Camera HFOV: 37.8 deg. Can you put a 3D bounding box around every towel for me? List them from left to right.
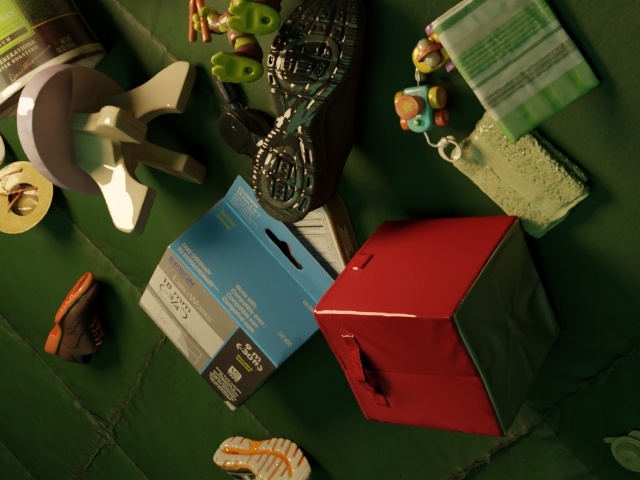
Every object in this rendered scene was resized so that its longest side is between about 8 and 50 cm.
[{"bbox_3d":[0.201,-0.192,0.967,0.113,0.023,0.152,-34,95,10],"label":"towel"},{"bbox_3d":[0.224,-0.078,1.060,0.148,0.027,0.110,45,137,8],"label":"towel"}]

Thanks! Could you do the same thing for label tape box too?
[{"bbox_3d":[-0.129,0.091,1.401,0.240,0.106,0.333,47,146,6],"label":"label tape box"}]

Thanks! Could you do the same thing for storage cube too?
[{"bbox_3d":[0.144,0.094,1.112,0.193,0.215,0.183,-1,125,41],"label":"storage cube"}]

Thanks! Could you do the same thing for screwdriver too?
[{"bbox_3d":[-0.102,-0.165,1.301,0.025,0.024,0.170,-27,106,19],"label":"screwdriver"}]

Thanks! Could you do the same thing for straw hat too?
[{"bbox_3d":[-0.536,-0.071,1.711,0.144,0.144,0.061,30,172,23],"label":"straw hat"}]

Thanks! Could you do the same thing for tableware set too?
[{"bbox_3d":[0.428,0.283,1.133,0.168,0.020,0.141,54,140,-3],"label":"tableware set"}]

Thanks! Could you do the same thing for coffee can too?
[{"bbox_3d":[-0.473,-0.343,1.369,0.201,0.201,0.275,-25,100,48],"label":"coffee can"}]

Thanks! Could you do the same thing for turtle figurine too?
[{"bbox_3d":[-0.086,-0.281,1.101,0.087,0.217,0.269,23,132,-25],"label":"turtle figurine"}]

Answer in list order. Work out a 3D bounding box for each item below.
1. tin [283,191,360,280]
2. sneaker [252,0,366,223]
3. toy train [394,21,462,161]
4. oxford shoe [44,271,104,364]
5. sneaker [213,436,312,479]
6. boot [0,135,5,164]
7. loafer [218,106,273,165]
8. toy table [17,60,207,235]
[{"bbox_3d":[0.000,0.000,1.308,0.106,0.040,0.189,-3,115,38],"label":"tin"},{"bbox_3d":[-0.002,-0.166,1.144,0.109,0.130,0.286,24,109,23],"label":"sneaker"},{"bbox_3d":[0.142,-0.171,1.032,0.125,0.046,0.166,41,124,23],"label":"toy train"},{"bbox_3d":[-0.448,0.152,1.787,0.098,0.097,0.271,30,142,-5],"label":"oxford shoe"},{"bbox_3d":[-0.090,0.398,1.637,0.215,0.084,0.083,2,132,45],"label":"sneaker"},{"bbox_3d":[-0.651,-0.191,1.743,0.190,0.069,0.086,50,146,15],"label":"boot"},{"bbox_3d":[-0.061,-0.116,1.253,0.170,0.061,0.062,51,138,8],"label":"loafer"},{"bbox_3d":[-0.282,-0.144,1.329,0.161,0.274,0.252,15,94,22],"label":"toy table"}]
